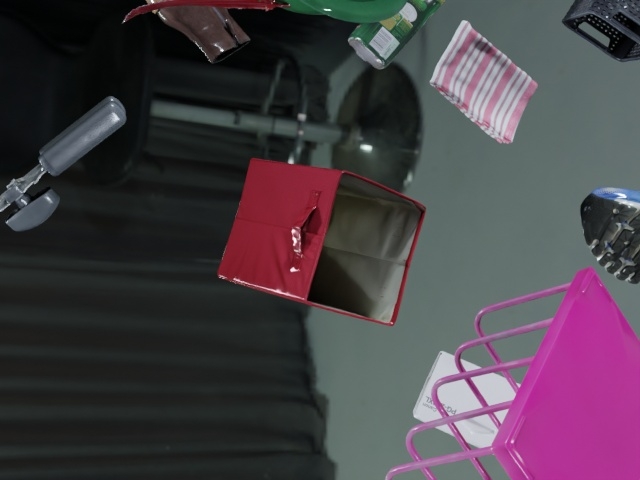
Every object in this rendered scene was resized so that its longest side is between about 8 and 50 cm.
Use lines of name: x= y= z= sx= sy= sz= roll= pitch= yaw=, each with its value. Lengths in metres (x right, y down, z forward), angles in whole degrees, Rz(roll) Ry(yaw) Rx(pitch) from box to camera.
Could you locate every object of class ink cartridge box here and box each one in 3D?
ink cartridge box: x=0.245 y=0.244 z=1.426 sx=0.172 sy=0.237 sz=0.100 roll=22 pitch=84 yaw=21

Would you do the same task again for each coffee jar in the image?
coffee jar: x=0.131 y=-0.365 z=1.639 sx=0.184 sy=0.079 sz=0.096 roll=-48 pitch=9 yaw=-2

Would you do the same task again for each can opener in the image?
can opener: x=-0.438 y=-0.127 z=1.763 sx=0.283 sy=0.095 sz=0.076 roll=-37 pitch=25 yaw=4

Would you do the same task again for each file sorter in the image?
file sorter: x=0.224 y=0.209 z=1.088 sx=0.182 sy=0.291 sz=0.202 roll=-23 pitch=108 yaw=41

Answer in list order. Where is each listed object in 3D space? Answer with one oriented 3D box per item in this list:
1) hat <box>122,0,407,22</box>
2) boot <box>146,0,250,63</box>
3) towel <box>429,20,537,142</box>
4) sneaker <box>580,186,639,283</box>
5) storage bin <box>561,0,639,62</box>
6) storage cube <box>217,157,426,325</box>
hat: x=-0.041 y=-0.245 z=1.028 sx=0.208 sy=0.173 sz=0.183 roll=42 pitch=138 yaw=-2
boot: x=-0.205 y=-0.423 z=1.828 sx=0.207 sy=0.248 sz=0.090 roll=45 pitch=127 yaw=-4
towel: x=0.295 y=-0.282 z=1.824 sx=0.029 sy=0.197 sz=0.144 roll=-10 pitch=49 yaw=59
sneaker: x=0.481 y=-0.024 z=1.404 sx=0.130 sy=0.330 sz=0.147 roll=-51 pitch=38 yaw=40
storage bin: x=0.458 y=-0.342 z=1.558 sx=0.084 sy=0.122 sz=0.180 roll=-57 pitch=6 yaw=6
storage cube: x=0.000 y=0.000 z=1.449 sx=0.193 sy=0.215 sz=0.184 roll=12 pitch=85 yaw=46
